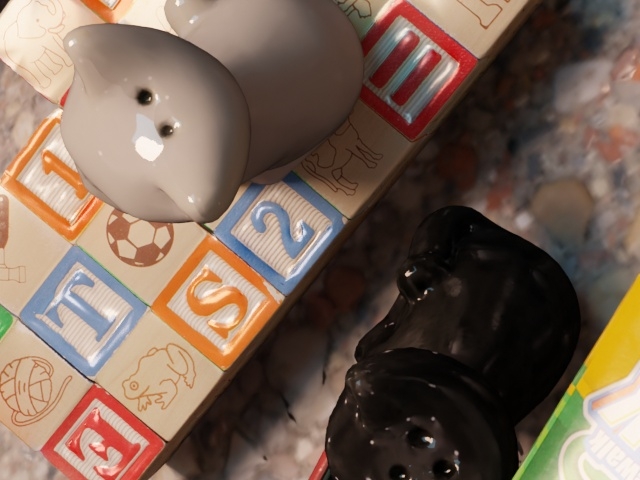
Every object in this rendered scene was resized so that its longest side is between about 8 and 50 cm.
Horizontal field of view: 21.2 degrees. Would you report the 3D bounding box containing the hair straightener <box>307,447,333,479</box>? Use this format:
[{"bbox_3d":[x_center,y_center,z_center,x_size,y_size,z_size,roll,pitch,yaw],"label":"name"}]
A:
[{"bbox_3d":[-0.009,0.187,0.709,0.089,0.047,0.230,38,100,40],"label":"hair straightener"}]

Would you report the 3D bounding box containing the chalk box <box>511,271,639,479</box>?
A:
[{"bbox_3d":[0.188,0.074,0.500,0.180,0.179,0.289,33,96,35],"label":"chalk box"}]

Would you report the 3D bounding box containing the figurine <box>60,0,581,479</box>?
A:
[{"bbox_3d":[0.000,0.000,0.591,0.092,0.209,0.215,-39,93,13],"label":"figurine"}]

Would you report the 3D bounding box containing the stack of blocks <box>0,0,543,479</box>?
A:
[{"bbox_3d":[-0.058,-0.051,0.749,0.171,0.087,0.297,39,103,4],"label":"stack of blocks"}]
